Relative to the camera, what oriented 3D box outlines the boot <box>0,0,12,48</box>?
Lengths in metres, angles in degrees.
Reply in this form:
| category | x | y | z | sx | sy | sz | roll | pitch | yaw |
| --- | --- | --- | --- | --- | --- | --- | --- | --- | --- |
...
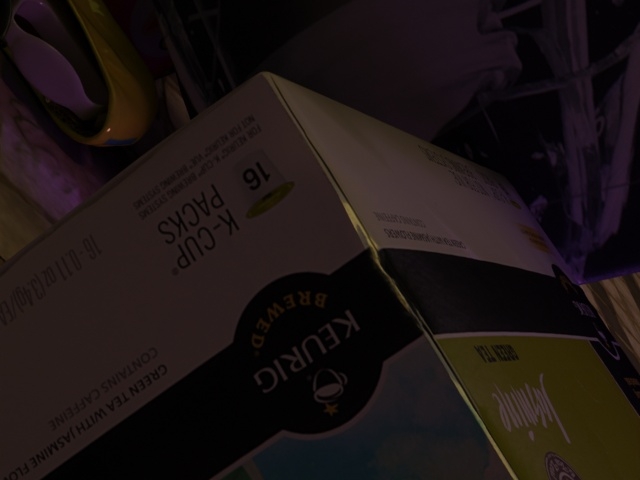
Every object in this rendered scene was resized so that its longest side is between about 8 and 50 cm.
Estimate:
| category | x | y | z | sx | sy | sz | roll | pitch | yaw |
| --- | --- | --- | --- | --- | --- | --- | --- | --- | --- |
| boot | -0.189 | -0.080 | 0.706 | 0.082 | 0.106 | 0.219 | 41 | 20 | -41 |

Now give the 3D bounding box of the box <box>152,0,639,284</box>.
| category | x | y | z | sx | sy | sz | roll | pitch | yaw |
| --- | --- | --- | --- | --- | --- | --- | --- | --- | --- |
| box | 0.153 | -0.232 | 0.943 | 0.297 | 0.480 | 0.472 | -26 | 100 | -56 |

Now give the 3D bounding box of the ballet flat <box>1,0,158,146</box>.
| category | x | y | z | sx | sy | sz | roll | pitch | yaw |
| --- | --- | --- | --- | --- | --- | --- | --- | --- | --- |
| ballet flat | -0.179 | -0.151 | 0.968 | 0.231 | 0.077 | 0.077 | 54 | 28 | -5 |

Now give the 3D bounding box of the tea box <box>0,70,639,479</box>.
| category | x | y | z | sx | sy | sz | roll | pitch | yaw |
| --- | --- | --- | --- | --- | --- | --- | --- | --- | --- |
| tea box | 0.037 | 0.140 | 0.695 | 0.323 | 0.220 | 0.329 | 58 | 15 | 16 |

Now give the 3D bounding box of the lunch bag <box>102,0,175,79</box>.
| category | x | y | z | sx | sy | sz | roll | pitch | yaw |
| --- | --- | --- | --- | --- | --- | --- | --- | --- | --- |
| lunch bag | -0.133 | -0.212 | 1.140 | 0.258 | 0.120 | 0.293 | 54 | 14 | -4 |
